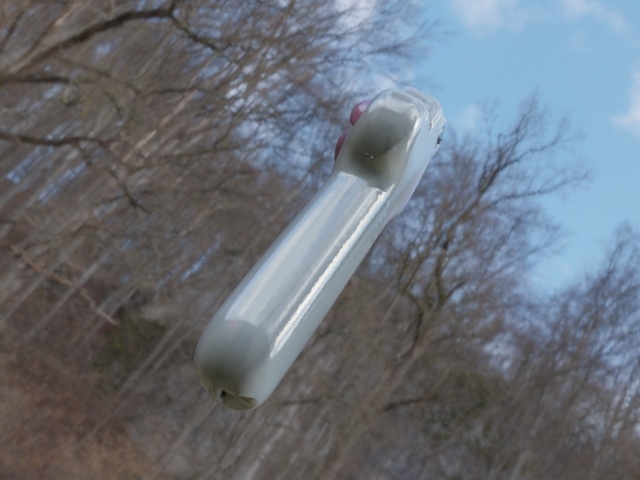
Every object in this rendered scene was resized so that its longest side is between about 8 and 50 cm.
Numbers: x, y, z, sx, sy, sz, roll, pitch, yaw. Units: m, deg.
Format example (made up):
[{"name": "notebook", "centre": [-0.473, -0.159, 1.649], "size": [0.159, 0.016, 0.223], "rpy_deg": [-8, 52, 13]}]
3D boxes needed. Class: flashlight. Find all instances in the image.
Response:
[{"name": "flashlight", "centre": [0.000, 0.000, 0.500], "size": [0.047, 0.200, 0.093], "rpy_deg": [30, -24, 14]}]
